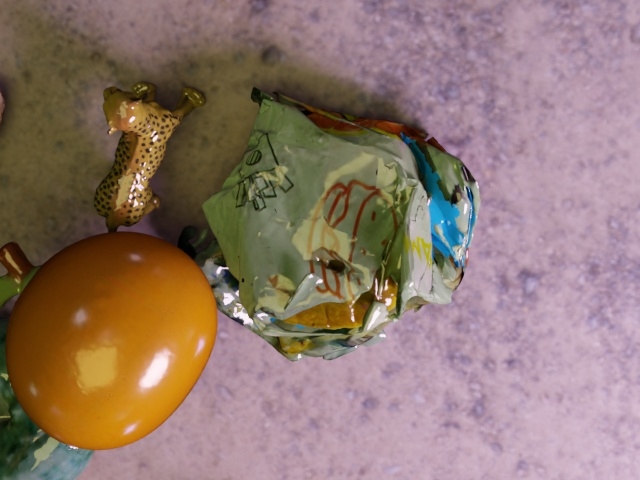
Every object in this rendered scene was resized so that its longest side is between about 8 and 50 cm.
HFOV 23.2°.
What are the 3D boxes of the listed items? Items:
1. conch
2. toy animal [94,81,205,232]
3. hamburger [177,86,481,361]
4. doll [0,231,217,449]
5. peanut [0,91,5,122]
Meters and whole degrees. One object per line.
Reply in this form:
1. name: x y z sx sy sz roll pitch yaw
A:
1. conch: -0.304 0.175 1.584 0.196 0.134 0.202 9 117 39
2. toy animal: -0.182 -0.068 1.473 0.073 0.136 0.181 25 112 2
3. hamburger: 0.001 0.008 1.464 0.260 0.150 0.276 29 111 0
4. doll: -0.217 0.074 1.446 0.236 0.213 0.213 35 111 -3
5. peanut: -0.375 -0.094 1.530 0.174 0.080 0.080 -37 100 22
